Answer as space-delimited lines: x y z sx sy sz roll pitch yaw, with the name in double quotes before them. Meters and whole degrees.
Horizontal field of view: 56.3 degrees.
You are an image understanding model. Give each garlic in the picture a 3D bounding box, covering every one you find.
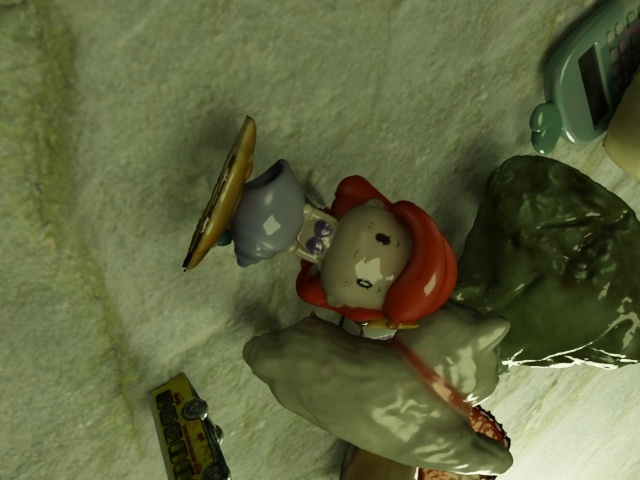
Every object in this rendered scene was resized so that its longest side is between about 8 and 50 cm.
"garlic" 0.099 0.421 1.053 0.143 0.112 0.318 1 123 -7

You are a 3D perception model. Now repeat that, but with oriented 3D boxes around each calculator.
"calculator" 0.402 -0.243 0.850 0.299 0.041 0.185 -43 132 -2

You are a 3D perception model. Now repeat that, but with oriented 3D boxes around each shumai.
"shumai" 0.265 0.091 0.799 0.288 0.330 0.292 -36 157 -20

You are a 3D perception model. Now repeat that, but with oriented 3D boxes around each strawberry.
"strawberry" 0.240 0.356 1.115 0.190 0.111 0.237 -23 106 -4

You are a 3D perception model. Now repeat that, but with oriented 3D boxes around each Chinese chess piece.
"Chinese chess piece" 0.522 -0.204 0.865 0.249 0.103 0.250 -33 147 -25

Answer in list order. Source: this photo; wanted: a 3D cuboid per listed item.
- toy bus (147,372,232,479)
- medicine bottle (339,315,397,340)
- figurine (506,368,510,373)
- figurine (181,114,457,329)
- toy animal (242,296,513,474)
"toy bus" -0.149 0.264 0.723 0.074 0.226 0.081 -24 131 -11
"medicine bottle" 0.110 0.175 0.941 0.201 0.052 0.171 -2 120 -32
"figurine" 0.286 0.178 1.049 0.098 0.081 0.146 5 135 17
"figurine" 0.004 -0.007 0.648 0.256 0.181 0.208 24 149 -13
"toy animal" 0.061 0.132 0.723 0.266 0.308 0.188 2 109 -32
